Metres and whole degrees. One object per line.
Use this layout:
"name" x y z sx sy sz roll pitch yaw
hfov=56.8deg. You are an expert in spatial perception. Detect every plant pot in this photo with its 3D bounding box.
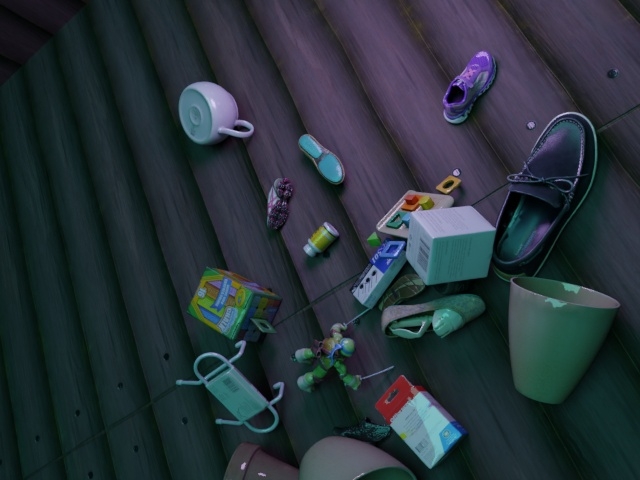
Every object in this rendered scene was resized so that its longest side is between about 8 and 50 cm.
"plant pot" -0.153 0.754 1.766 0.230 0.263 0.262 7 81 14
"plant pot" 0.580 0.256 1.484 0.257 0.257 0.273 15 103 32

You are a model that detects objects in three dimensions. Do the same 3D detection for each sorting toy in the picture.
"sorting toy" 0.274 -0.087 1.762 0.347 0.047 0.196 -46 30 -15

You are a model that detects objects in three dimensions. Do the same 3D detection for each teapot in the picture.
"teapot" -0.398 -0.485 2.245 0.253 0.187 0.255 -9 99 47

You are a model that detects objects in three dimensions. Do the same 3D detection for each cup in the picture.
"cup" 0.067 0.681 1.630 0.331 0.331 0.237 -59 37 4

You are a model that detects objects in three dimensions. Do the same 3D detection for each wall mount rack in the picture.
"wall mount rack" -0.298 0.488 1.911 0.304 0.130 0.350 -35 107 14

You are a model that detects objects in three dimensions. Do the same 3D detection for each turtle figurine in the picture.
"turtle figurine" 0.062 0.363 1.811 0.266 0.275 0.197 -33 85 41

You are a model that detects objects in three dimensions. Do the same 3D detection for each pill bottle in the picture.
"pill bottle" 0.000 0.000 1.957 0.116 0.065 0.065 -46 60 12

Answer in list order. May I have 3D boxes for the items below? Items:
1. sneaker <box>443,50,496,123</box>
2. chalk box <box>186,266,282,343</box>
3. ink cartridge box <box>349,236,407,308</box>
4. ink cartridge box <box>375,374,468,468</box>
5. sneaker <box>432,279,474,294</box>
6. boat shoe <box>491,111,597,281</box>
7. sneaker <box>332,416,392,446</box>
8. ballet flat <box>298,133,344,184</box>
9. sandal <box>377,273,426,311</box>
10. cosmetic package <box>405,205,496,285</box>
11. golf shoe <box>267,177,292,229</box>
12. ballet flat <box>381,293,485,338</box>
"sneaker" 0.447 -0.477 1.802 0.095 0.105 0.236 33 94 33
"chalk box" -0.265 0.230 1.985 0.289 0.180 0.179 23 90 31
"ink cartridge box" 0.181 0.100 1.820 0.207 0.046 0.097 -55 32 6
"ink cartridge box" 0.280 0.505 1.664 0.134 0.078 0.231 -51 59 9
"sneaker" 0.366 0.085 1.724 0.227 0.131 0.087 -126 47 -58
"boat shoe" 0.600 -0.124 1.599 0.187 0.156 0.499 26 90 34
"sneaker" 0.122 0.562 1.758 0.170 0.051 0.089 15 85 27
"ballet flat" 0.014 -0.274 2.017 0.080 0.073 0.232 -40 68 6
"sandal" 0.248 0.159 1.792 0.180 0.049 0.072 -39 55 32
"cosmetic package" 0.349 0.011 1.603 0.151 0.184 0.151 -118 26 -56
"golf shoe" -0.153 -0.128 2.085 0.086 0.068 0.185 6 80 58
"ballet flat" 0.315 0.232 1.690 0.316 0.107 0.106 -16 30 33
